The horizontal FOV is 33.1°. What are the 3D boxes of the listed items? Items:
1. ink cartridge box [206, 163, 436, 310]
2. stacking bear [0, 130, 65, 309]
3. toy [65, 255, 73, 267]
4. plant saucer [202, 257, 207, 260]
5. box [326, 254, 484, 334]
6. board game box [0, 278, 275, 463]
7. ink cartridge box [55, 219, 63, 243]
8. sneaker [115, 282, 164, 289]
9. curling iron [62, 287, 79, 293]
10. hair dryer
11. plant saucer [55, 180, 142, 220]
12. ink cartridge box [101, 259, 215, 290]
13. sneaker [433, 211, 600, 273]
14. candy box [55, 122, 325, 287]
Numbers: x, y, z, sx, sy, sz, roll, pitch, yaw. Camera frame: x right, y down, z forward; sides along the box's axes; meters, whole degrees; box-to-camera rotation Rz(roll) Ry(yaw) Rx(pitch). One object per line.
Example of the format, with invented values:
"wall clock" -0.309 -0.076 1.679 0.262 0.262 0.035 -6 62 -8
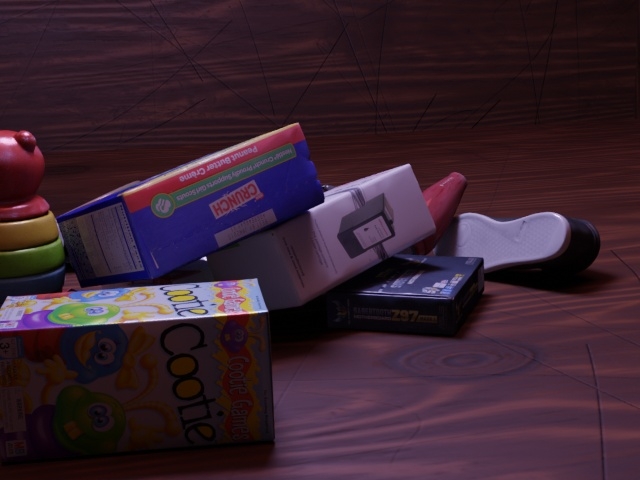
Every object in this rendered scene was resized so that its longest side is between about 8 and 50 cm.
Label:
"ink cartridge box" 0.000 0.000 1.564 0.272 0.115 0.198 -27 7 -35
"stacking bear" -0.425 -0.007 1.468 0.175 0.289 0.164 2 13 18
"toy" -0.352 0.006 1.954 0.136 0.056 0.237 9 16 36
"plant saucer" -0.157 -0.039 1.898 0.400 0.101 0.400 6 14 -2
"box" 0.129 0.073 1.566 0.183 0.059 0.232 1 13 20
"board game box" -0.194 0.132 1.137 0.275 0.142 0.144 -4 12 -8
"ink cartridge box" -0.492 0.015 1.802 0.063 0.109 0.150 -10 15 -39
"sneaker" -0.261 0.132 1.306 0.262 0.099 0.121 -20 28 -36
"curling iron" -0.375 0.085 1.636 0.068 0.035 0.274 -12 16 -39
"hair dryer" 0.112 -0.054 1.799 0.293 0.080 0.224 -14 51 -8
"plant saucer" -0.430 -0.042 1.971 0.277 0.041 0.278 -27 5 3
"ink cartridge box" -0.255 0.064 1.642 0.198 0.067 0.115 7 16 37
"sneaker" 0.326 0.013 1.768 0.146 0.105 0.295 13 -11 -39
"candy box" -0.187 -0.040 1.475 0.268 0.122 0.317 -24 8 -28
